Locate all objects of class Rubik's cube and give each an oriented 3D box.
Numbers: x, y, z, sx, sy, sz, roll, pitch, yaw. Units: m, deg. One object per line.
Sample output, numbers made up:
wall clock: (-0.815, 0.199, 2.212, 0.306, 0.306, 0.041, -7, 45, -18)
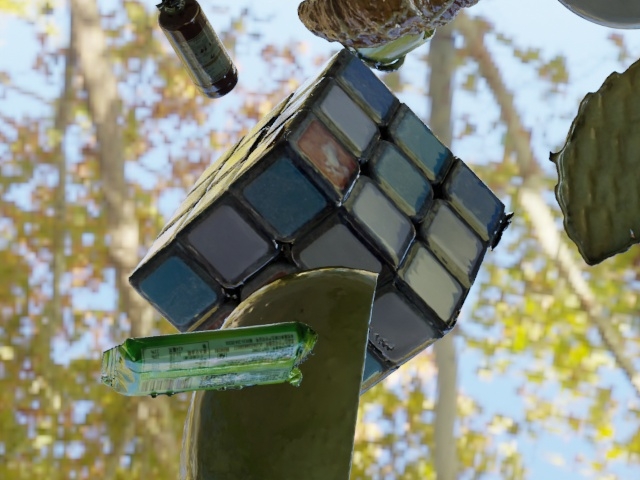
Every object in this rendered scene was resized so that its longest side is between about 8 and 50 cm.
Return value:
Rubik's cube: (0.000, 0.000, 2.228, 0.359, 0.363, 0.362, 45, -145, -13)

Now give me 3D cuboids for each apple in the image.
apple: (-0.009, 0.228, 1.644, 0.311, 0.320, 0.360, -21, -137, 37)

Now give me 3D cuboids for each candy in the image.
candy: (-0.096, 0.101, 1.336, 0.178, 0.102, 0.032, -4, -117, -11)

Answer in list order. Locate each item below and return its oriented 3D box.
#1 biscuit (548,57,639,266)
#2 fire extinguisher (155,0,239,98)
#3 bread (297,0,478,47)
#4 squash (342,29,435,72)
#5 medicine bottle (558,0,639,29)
biscuit: (0.357, -0.100, 1.614, 0.273, 0.187, 0.036, -20, -174, 27)
fire extinguisher: (-0.185, -0.319, 2.385, 0.099, 0.231, 0.071, -37, -130, -7)
bread: (0.080, -0.218, 1.386, 0.233, 0.076, 0.105, -23, 167, 29)
squash: (0.061, -0.287, 1.587, 0.133, 0.220, 0.220, -26, -162, 19)
medicine bottle: (0.358, -0.401, 1.759, 0.208, 0.208, 0.340, 10, -142, 10)
